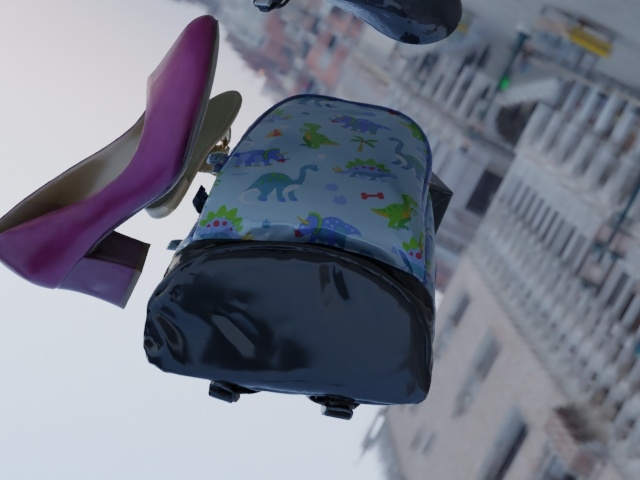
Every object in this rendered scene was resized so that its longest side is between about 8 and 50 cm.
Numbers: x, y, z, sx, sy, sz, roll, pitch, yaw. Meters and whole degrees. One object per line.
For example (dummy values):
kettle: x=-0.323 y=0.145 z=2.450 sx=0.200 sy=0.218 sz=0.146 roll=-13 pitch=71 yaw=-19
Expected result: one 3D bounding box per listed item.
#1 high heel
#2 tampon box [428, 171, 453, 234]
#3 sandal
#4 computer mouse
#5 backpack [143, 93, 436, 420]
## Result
high heel: x=-0.237 y=-0.096 z=1.587 sx=0.181 sy=0.377 sz=0.127 roll=21 pitch=-155 yaw=-9
tampon box: x=0.089 y=-0.051 z=1.993 sx=0.101 sy=0.120 sz=0.161 roll=16 pitch=-164 yaw=-20
sandal: x=-0.179 y=-0.112 z=2.193 sx=0.088 sy=0.240 sz=0.079 roll=9 pitch=145 yaw=38
computer mouse: x=0.058 y=-0.345 z=1.913 sx=0.272 sy=0.189 sz=0.072 roll=23 pitch=160 yaw=6
backpack: x=0.000 y=0.000 z=1.528 sx=0.290 sy=0.273 sz=0.355 roll=8 pitch=-166 yaw=10
